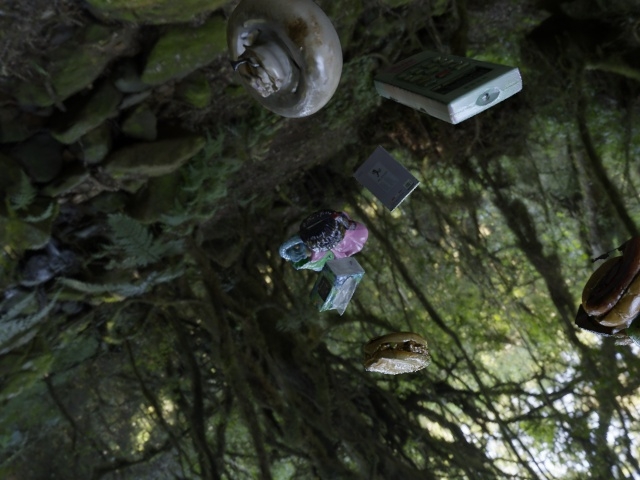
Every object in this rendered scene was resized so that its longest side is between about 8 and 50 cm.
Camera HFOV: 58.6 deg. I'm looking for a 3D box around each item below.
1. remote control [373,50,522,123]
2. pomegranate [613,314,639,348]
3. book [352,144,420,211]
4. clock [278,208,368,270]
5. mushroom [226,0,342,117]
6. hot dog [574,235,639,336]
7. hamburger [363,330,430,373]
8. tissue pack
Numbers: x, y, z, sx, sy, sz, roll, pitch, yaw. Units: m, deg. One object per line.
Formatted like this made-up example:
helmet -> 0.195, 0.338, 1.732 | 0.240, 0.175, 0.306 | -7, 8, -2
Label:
remote control -> 0.224, -0.302, 1.089 | 0.145, 0.050, 0.344 | -28, -151, -6
pomegranate -> 1.038, 0.267, 1.791 | 0.236, 0.236, 0.302 | -41, 176, -38
book -> 0.197, -0.188, 1.724 | 0.127, 0.181, 0.014 | -48, 157, 9
clock -> 0.000, 0.000, 1.371 | 0.194, 0.100, 0.195 | -30, 158, 16
mushroom -> -0.121, -0.503, 1.590 | 0.362, 0.362, 0.294 | -22, -159, 52
hot dog -> 0.856, 0.118, 1.656 | 0.194, 0.107, 0.325 | 19, -94, 41
hamburger -> 0.247, 0.366, 1.828 | 0.214, 0.214, 0.108 | -27, -127, 36
tissue pack -> 0.040, 0.103, 1.248 | 0.085, 0.079, 0.111 | -7, 135, -38
